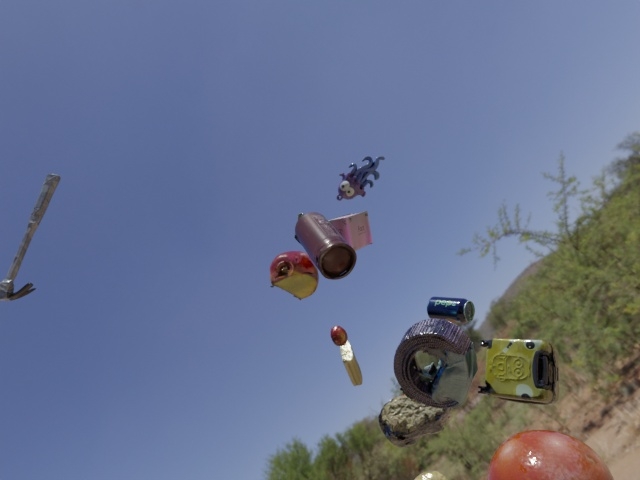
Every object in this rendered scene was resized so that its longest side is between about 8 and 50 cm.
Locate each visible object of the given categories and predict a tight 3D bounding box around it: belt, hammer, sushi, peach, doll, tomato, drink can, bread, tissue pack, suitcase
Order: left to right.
[{"bbox_3d":[-0.881,-0.023,1.379,0.152,0.427,0.044,5,-25,-2],"label":"hammer"},{"bbox_3d":[-0.084,0.130,1.864,0.153,0.159,0.267,-26,-35,20],"label":"peach"},{"bbox_3d":[0.084,0.408,1.984,0.077,0.083,0.050,13,-40,-34],"label":"peach"},{"bbox_3d":[0.142,0.570,2.134,0.060,0.140,0.178,-19,-60,3],"label":"bread"},{"bbox_3d":[0.130,-0.033,1.918,0.092,0.149,0.246,-7,6,26],"label":"tissue pack"},{"bbox_3d":[0.128,-0.206,1.502,0.206,0.110,0.067,-46,-5,1],"label":"doll"},{"bbox_3d":[0.429,0.770,2.061,0.349,0.211,0.171,-26,-43,-8],"label":"sushi"},{"bbox_3d":[0.376,0.405,1.514,0.122,0.260,0.325,-42,-34,-51],"label":"belt"},{"bbox_3d":[0.604,0.322,2.145,0.118,0.118,0.204,-19,10,-42],"label":"drink can"},{"bbox_3d":[0.632,0.412,1.455,0.143,0.194,0.234,25,-24,-39],"label":"suitcase"},{"bbox_3d":[0.503,0.542,1.002,0.264,0.265,0.265,-34,-26,-19],"label":"tomato"}]

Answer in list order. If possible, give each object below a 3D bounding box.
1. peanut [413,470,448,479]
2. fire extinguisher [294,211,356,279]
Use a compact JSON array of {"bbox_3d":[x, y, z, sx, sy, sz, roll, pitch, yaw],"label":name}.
[{"bbox_3d":[0.407,1.048,1.873,0.159,0.143,0.291,-13,-34,-39],"label":"peanut"},{"bbox_3d":[0.000,0.000,1.148,0.104,0.269,0.105,-8,-65,-17],"label":"fire extinguisher"}]
